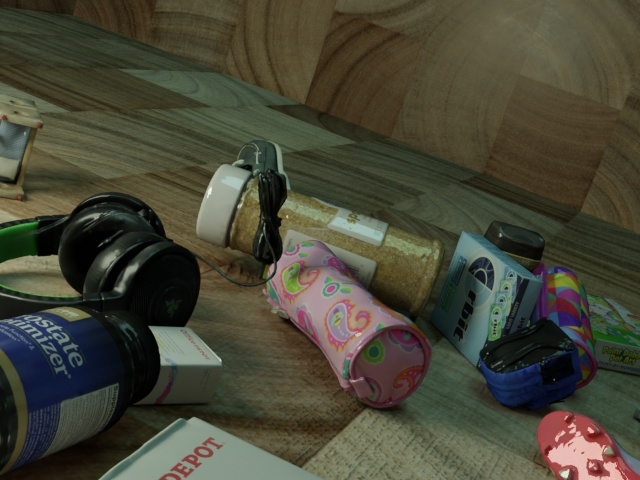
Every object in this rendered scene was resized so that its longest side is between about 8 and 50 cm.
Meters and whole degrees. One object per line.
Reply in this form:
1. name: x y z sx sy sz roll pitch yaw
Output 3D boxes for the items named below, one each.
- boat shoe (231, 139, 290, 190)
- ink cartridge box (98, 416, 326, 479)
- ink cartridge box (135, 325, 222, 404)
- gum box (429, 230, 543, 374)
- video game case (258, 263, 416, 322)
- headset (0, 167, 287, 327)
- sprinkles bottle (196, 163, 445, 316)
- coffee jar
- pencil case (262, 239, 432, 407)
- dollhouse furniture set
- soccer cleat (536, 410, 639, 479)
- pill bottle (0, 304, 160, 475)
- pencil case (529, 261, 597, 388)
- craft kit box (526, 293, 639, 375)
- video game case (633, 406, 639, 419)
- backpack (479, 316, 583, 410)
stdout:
1. boat shoe: -0.134 -0.128 1.851 0.099 0.116 0.319 17 20 -20
2. ink cartridge box: -0.015 0.260 0.612 0.307 0.129 0.223 22 16 14
3. ink cartridge box: -0.178 0.130 1.019 0.122 0.052 0.088 5 21 -37
4. gum box: 0.242 0.092 1.439 0.041 0.157 0.184 11 16 -24
5. video game case: 0.044 0.041 1.584 0.248 0.035 0.275 19 20 2
6. headset: -0.224 0.007 1.145 0.394 0.185 0.243 -4 25 -29
7. sprinkles bottle: 0.000 0.000 1.427 0.355 0.121 0.121 20 15 3
8. coffee jar: 0.284 0.064 1.531 0.096 0.184 0.079 15 15 -9
9. pencil case: 0.026 0.101 1.248 0.124 0.124 0.284 9 17 -31
10. dollhouse furniture set: -0.530 -0.155 1.454 0.183 0.129 0.129 11 17 -28
11. soccer cleat: 0.351 0.279 1.099 0.248 0.083 0.095 30 -5 46
12. pill bottle: -0.241 0.123 0.839 0.122 0.123 0.219 25 17 22
13. pencil case: 0.363 0.130 1.479 0.104 0.104 0.236 18 28 -2
14. craft kit box: 0.471 0.153 1.696 0.246 0.061 0.250 10 17 -19
15. video game case: 0.556 0.284 1.402 0.157 0.019 0.143 7 19 -38
16. backpack: 0.282 0.177 1.308 0.120 0.101 0.098 -18 19 -7
